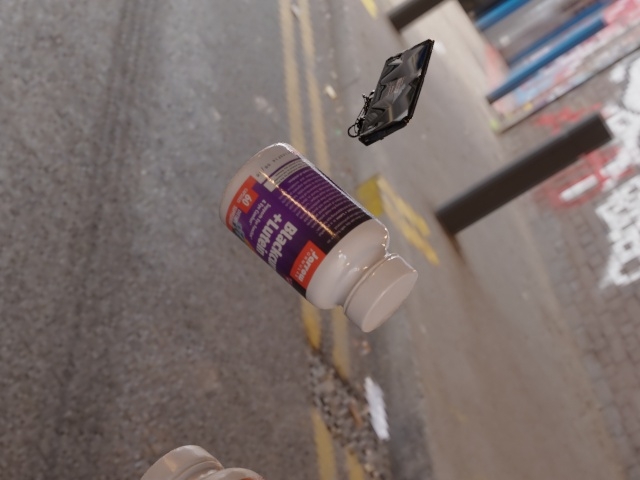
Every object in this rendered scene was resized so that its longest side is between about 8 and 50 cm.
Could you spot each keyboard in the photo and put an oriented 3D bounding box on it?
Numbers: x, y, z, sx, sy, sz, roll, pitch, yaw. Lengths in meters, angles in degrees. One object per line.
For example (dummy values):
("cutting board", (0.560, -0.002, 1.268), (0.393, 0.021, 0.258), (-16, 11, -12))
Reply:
("keyboard", (0.094, -0.175, 1.548), (0.038, 0.100, 0.192), (53, 34, -25))

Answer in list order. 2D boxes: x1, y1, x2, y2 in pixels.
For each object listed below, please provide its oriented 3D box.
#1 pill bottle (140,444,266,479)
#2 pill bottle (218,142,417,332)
("pill bottle", (-0.058, 0.267, 1.036), (0.216, 0.121, 0.121), (34, 2, 32))
("pill bottle", (0.000, 0.000, 1.243), (0.193, 0.108, 0.108), (41, 10, 19))
